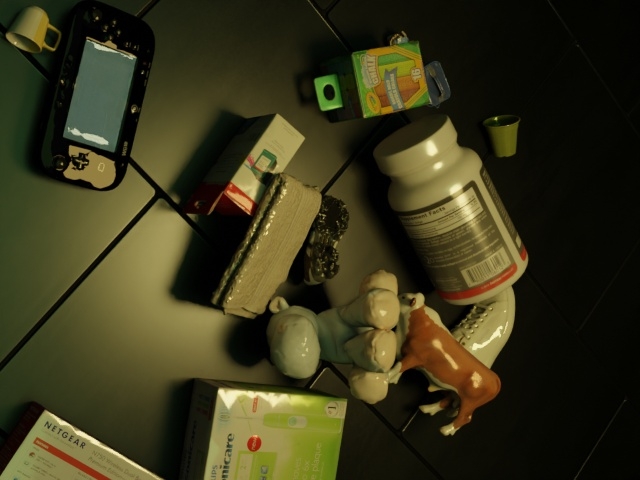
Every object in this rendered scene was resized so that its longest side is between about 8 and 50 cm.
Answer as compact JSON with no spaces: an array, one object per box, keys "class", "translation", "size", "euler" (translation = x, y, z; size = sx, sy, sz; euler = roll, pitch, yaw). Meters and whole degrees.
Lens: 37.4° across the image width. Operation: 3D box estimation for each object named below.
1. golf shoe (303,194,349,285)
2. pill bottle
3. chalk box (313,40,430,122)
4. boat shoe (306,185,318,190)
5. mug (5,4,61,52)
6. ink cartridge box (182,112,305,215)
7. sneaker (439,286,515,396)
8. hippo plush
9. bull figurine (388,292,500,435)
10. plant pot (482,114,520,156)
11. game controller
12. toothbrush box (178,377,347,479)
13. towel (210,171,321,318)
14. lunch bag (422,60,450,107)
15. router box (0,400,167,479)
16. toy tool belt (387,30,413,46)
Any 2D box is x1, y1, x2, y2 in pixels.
[{"class":"golf shoe","translation":[0.000,0.000,1.892],"size":[0.077,0.094,0.198],"euler":[26,54,-16]},{"class":"pill bottle","translation":[0.267,-0.065,1.962],"size":[0.210,0.210,0.363],"euler":[-38,110,-24]},{"class":"chalk box","translation":[0.089,-0.312,1.890],"size":[0.213,0.132,0.132],"euler":[-18,100,-29]},{"class":"boat shoe","translation":[-0.061,-0.092,1.858],"size":[0.137,0.049,0.043],"euler":[4,103,-37]},{"class":"mug","translation":[-0.485,-0.357,1.598],"size":[0.078,0.062,0.064],"euler":[42,60,-53]},{"class":"ink cartridge box","translation":[-0.145,-0.121,1.760],"size":[0.078,0.134,0.231],"euler":[40,73,-25]},{"class":"sneaker","translation":[0.332,0.208,2.071],"size":[0.123,0.106,0.290],"euler":[28,80,-31]},{"class":"hippo plush","translation":[0.016,0.160,1.819],"size":[0.237,0.294,0.234],"euler":[7,108,-4]},{"class":"bull figurine","translation":[0.230,0.254,1.973],"size":[0.310,0.101,0.188],"euler":[42,93,-3]},{"class":"plant pot","translation":[0.410,-0.231,2.121],"size":[0.083,0.083,0.079],"euler":[-25,116,-27]},{"class":"game controller","translation":[-0.389,-0.250,1.649],"size":[0.166,0.067,0.319],"euler":[15,85,-30]},{"class":"toothbrush box","translation":[-0.109,0.384,1.813],"size":[0.283,0.122,0.206],"euler":[11,86,-29]},{"class":"towel","translation":[-0.095,0.015,1.765],"size":[0.282,0.049,0.187],"euler":[-63,160,1]},{"class":"lunch bag","translation":[0.231,-0.328,2.011],"size":[0.067,0.065,0.098],"euler":[-33,108,-25]},{"class":"router box","translation":[-0.439,0.495,1.644],"size":[0.335,0.082,0.301],"euler":[40,73,-26]},{"class":"toy tool belt","translation":[0.177,-0.398,1.984],"size":[0.052,0.051,0.083],"euler":[-36,110,-24]}]
